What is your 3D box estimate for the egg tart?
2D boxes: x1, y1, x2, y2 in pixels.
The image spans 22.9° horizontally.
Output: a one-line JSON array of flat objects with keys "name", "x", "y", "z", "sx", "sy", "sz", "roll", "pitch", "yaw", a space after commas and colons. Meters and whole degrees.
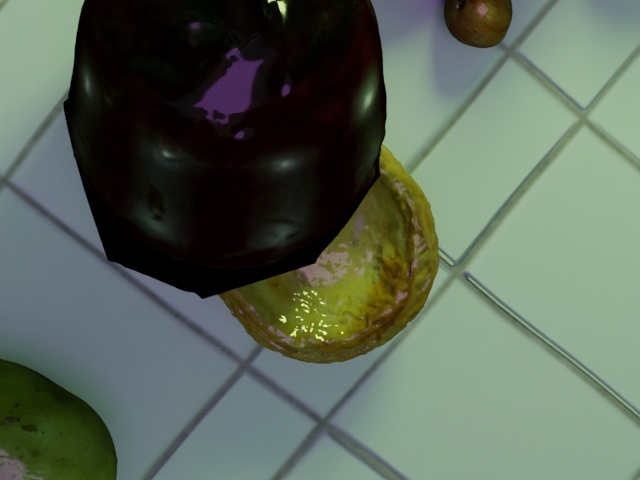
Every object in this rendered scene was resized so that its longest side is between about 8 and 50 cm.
[{"name": "egg tart", "x": 0.000, "y": 0.000, "z": 1.875, "sx": 0.294, "sy": 0.123, "sz": 0.294, "roll": -1, "pitch": 104, "yaw": -3}]

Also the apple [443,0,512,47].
[{"name": "apple", "x": 0.186, "y": -0.268, "z": 1.853, "sx": 0.071, "sy": 0.084, "sz": 0.084, "roll": 7, "pitch": 104, "yaw": -36}]

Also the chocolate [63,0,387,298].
[{"name": "chocolate", "x": -0.107, "y": -0.163, "z": 1.646, "sx": 0.384, "sy": 0.331, "sz": 0.383, "roll": -1, "pitch": 75, "yaw": 3}]

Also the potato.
[{"name": "potato", "x": -0.387, "y": 0.249, "z": 1.849, "sx": 0.304, "sy": 0.216, "sz": 0.215, "roll": 17, "pitch": 101, "yaw": -1}]
